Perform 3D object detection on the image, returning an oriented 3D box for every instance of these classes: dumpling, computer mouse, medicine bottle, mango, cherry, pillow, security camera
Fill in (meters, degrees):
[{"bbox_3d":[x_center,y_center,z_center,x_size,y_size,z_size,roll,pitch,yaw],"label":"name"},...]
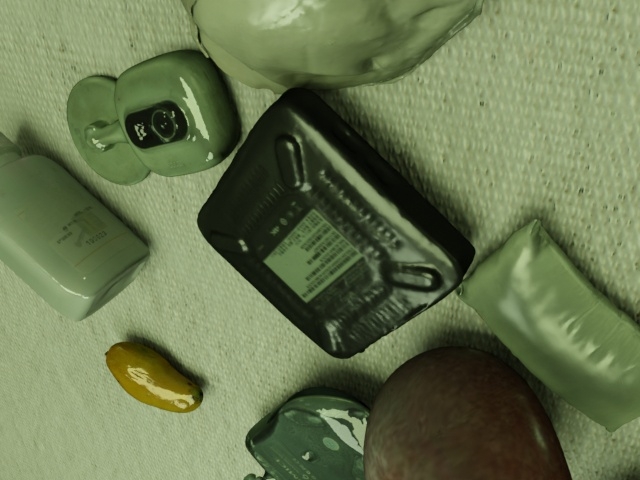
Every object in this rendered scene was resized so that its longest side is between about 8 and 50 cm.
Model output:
[{"bbox_3d":[0.003,-0.233,0.563,0.260,0.181,0.341,27,131,-12],"label":"dumpling"},{"bbox_3d":[-0.024,0.312,0.954,0.167,0.090,0.379,46,135,-2],"label":"computer mouse"},{"bbox_3d":[-0.408,-0.029,0.912,0.296,0.161,0.111,43,127,-1],"label":"medicine bottle"},{"bbox_3d":[-0.286,0.236,1.061,0.190,0.075,0.098,28,133,4],"label":"mango"},{"bbox_3d":[0.168,0.267,0.714,0.221,0.307,0.261,-12,120,-15],"label":"cherry"},{"bbox_3d":[0.274,0.098,0.664,0.254,0.078,0.144,43,129,1],"label":"pillow"},{"bbox_3d":[-0.242,-0.147,0.809,0.301,0.080,0.157,-6,115,34],"label":"security camera"}]

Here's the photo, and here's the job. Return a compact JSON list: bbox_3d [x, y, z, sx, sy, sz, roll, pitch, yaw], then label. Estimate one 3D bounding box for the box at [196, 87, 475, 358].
[{"bbox_3d":[0.000,0.000,0.741,0.289,0.073,0.290,44,139,-3],"label":"box"}]
